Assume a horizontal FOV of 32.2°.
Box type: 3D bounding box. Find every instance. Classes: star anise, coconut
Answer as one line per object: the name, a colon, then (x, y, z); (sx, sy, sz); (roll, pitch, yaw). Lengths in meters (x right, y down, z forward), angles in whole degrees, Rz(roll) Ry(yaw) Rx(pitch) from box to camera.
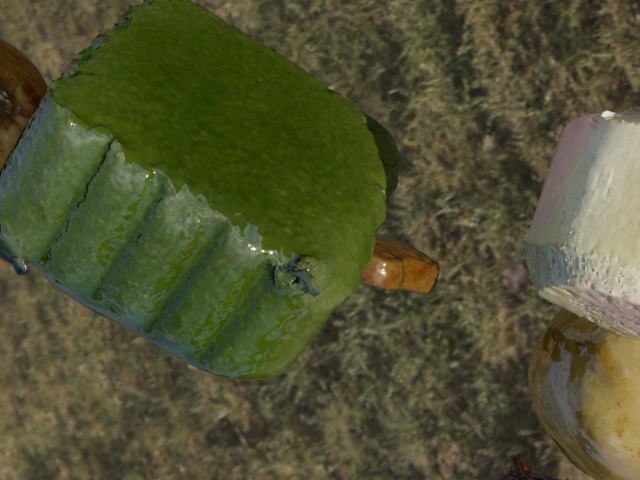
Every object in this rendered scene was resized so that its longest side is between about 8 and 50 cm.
star anise: (0.245, 0.348, 1.484); (0.053, 0.157, 0.212); (62, 170, -9)
coconut: (0.216, -0.018, 0.722); (0.147, 0.147, 0.152); (10, 76, 43)

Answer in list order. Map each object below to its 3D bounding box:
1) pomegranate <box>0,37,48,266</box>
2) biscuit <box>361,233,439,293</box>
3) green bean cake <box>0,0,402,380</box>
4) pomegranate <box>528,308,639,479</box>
pomegranate: (-0.382, -0.074, 1.068); (0.270, 0.229, 0.252); (-34, 52, 34)
biscuit: (0.001, -0.002, 1.151); (0.257, 0.273, 0.049); (17, 95, 7)
green bean cake: (-0.085, -0.041, 0.823); (0.250, 0.247, 0.156); (34, 125, -7)
pomegranate: (0.318, 0.128, 1.008); (0.260, 0.260, 0.260); (22, 124, 38)
